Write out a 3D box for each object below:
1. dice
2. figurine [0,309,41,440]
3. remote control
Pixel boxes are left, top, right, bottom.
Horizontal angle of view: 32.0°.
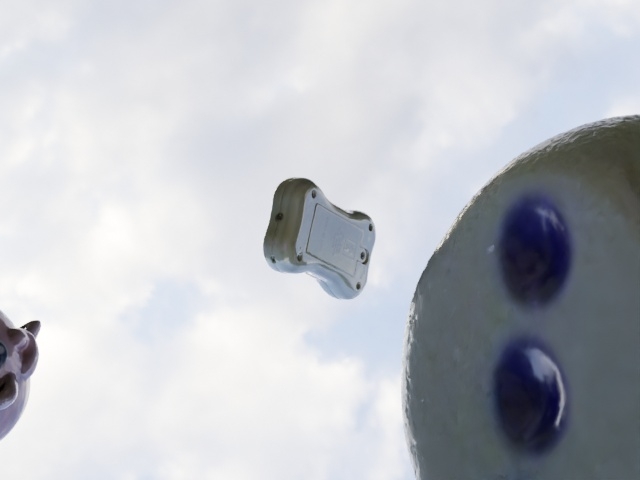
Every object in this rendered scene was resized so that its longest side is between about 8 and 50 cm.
[{"bbox_3d":[0.246,0.115,0.727,0.304,0.277,0.304,8,-141,-31],"label":"dice"},{"bbox_3d":[-0.420,0.145,1.094,0.287,0.186,0.176,-19,-146,17],"label":"figurine"},{"bbox_3d":[0.000,0.000,0.855,0.032,0.122,0.074,5,-105,34],"label":"remote control"}]
